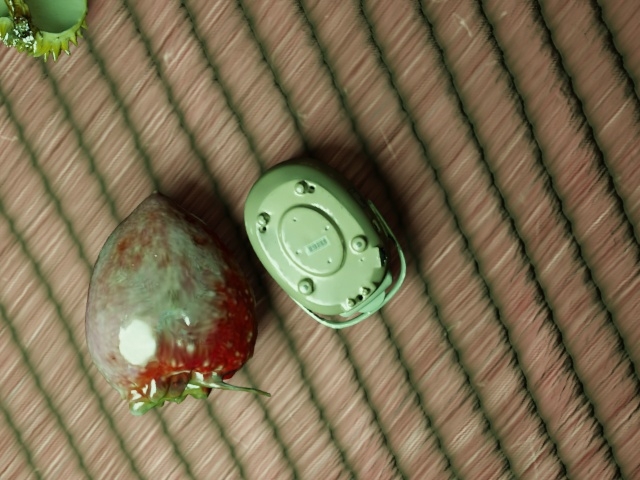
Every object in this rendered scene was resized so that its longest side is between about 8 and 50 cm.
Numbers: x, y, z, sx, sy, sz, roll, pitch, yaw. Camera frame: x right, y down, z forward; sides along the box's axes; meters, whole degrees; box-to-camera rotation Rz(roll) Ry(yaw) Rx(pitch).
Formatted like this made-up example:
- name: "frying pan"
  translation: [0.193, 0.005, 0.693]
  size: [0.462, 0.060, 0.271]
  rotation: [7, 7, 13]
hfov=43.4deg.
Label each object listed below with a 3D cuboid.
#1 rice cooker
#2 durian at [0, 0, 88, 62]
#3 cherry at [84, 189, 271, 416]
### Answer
- name: "rice cooker"
  translation: [0.000, 0.000, 0.917]
  size: [0.145, 0.127, 0.206]
  rotation: [-39, 86, 8]
- name: "durian"
  translation: [-0.352, -0.315, 0.885]
  size: [0.145, 0.139, 0.252]
  rotation: [-9, 98, 9]
- name: "cherry"
  translation: [-0.170, 0.067, 0.911]
  size: [0.192, 0.175, 0.249]
  rotation: [-9, 96, -5]
